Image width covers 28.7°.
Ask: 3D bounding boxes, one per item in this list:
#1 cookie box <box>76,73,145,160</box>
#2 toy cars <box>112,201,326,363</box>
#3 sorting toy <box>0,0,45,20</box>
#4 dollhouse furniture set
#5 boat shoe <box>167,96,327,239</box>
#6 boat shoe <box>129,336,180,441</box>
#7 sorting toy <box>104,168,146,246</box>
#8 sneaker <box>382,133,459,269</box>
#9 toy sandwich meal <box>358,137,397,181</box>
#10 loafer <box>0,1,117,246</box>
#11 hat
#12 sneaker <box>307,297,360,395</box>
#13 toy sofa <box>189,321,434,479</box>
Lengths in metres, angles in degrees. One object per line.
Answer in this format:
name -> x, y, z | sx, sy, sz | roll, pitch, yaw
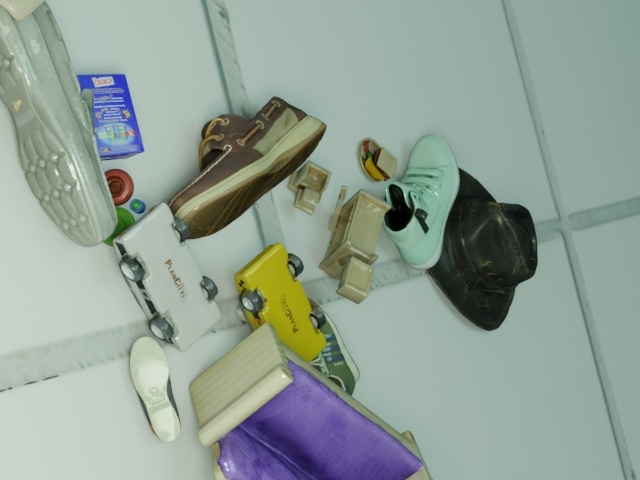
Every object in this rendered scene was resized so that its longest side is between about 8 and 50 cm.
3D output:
cookie box -> -0.282, -0.159, 1.617 | 0.092, 0.040, 0.107 | -11, 87, -54
toy cars -> -0.140, 0.070, 1.685 | 0.393, 0.087, 0.176 | 20, 82, -44
sorting toy -> -0.391, -0.373, 1.488 | 0.208, 0.038, 0.193 | 36, 44, -4
dollhouse furniture set -> 0.000, 0.000, 1.923 | 0.161, 0.101, 0.182 | 28, 53, -15
boat shoe -> -0.125, -0.117, 1.773 | 0.123, 0.123, 0.342 | 42, 44, 7
boat shoe -> -0.209, 0.189, 1.587 | 0.043, 0.049, 0.137 | 154, -82, -84
sorting toy -> -0.256, -0.041, 1.609 | 0.042, 0.061, 0.102 | 60, 27, -84
sneaker -> 0.168, -0.095, 2.127 | 0.151, 0.094, 0.256 | 49, 43, -54
toy sandwich meal -> 0.097, -0.137, 2.124 | 0.085, 0.029, 0.086 | 23, 59, -47
loafer -> -0.314, -0.149, 1.511 | 0.111, 0.112, 0.319 | -27, 99, -45
hat -> 0.318, 0.000, 2.284 | 0.331, 0.134, 0.331 | 22, 61, -48
sneaker -> -0.006, 0.173, 1.842 | 0.192, 0.064, 0.086 | 57, 34, -28
toy sofa -> 0.001, 0.288, 1.685 | 0.362, 0.150, 0.177 | 42, 15, -37
